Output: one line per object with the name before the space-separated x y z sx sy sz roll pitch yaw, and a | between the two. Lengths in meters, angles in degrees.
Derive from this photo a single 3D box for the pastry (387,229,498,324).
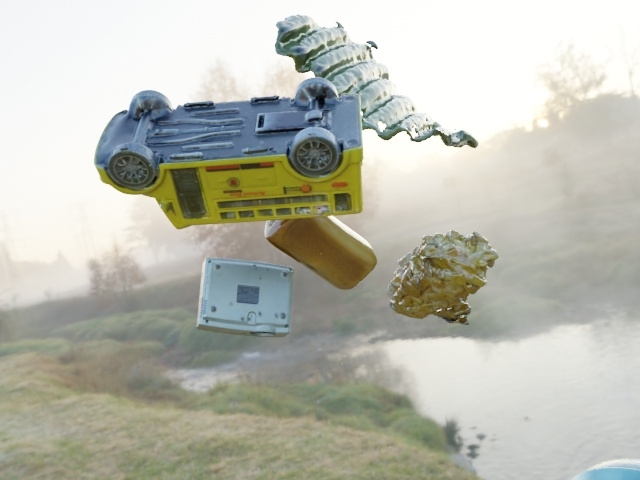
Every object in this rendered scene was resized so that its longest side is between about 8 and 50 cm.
pastry | 0.208 0.069 1.255 0.154 0.103 0.250 14 -27 -5

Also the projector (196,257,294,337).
projector | -0.119 0.093 1.169 0.147 0.115 0.061 7 -15 -14

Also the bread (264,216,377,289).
bread | 0.000 0.000 1.131 0.092 0.074 0.239 -42 -39 9

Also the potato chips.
potato chips | 0.106 -0.270 1.342 0.389 0.373 0.097 -1 -46 -53

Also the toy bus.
toy bus | -0.109 -0.104 0.929 0.329 0.152 0.144 -4 42 4

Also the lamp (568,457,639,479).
lamp | 0.404 0.344 0.861 0.209 0.147 0.284 29 -20 4
